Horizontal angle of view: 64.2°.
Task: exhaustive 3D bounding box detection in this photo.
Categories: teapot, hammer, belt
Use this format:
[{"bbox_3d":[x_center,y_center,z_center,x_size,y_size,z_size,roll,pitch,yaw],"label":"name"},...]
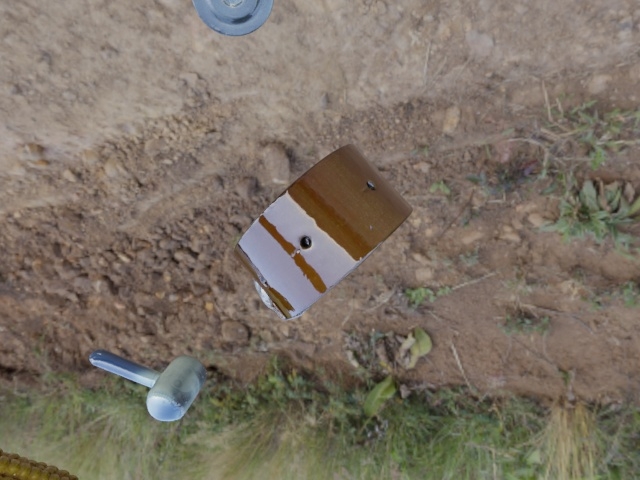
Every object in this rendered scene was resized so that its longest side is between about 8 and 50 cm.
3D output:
[{"bbox_3d":[-0.115,-0.303,0.595,0.124,0.092,0.091,43,-168,-26],"label":"teapot"},{"bbox_3d":[-0.295,0.223,0.853,0.194,0.069,0.116,19,-149,7],"label":"hammer"},{"bbox_3d":[0.000,0.000,0.669,0.217,0.122,0.339,-42,179,-9],"label":"belt"}]

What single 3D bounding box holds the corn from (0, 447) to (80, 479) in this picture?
[{"bbox_3d":[-0.274,0.207,0.390,0.313,0.102,0.102,34,157,-21],"label":"corn"}]
